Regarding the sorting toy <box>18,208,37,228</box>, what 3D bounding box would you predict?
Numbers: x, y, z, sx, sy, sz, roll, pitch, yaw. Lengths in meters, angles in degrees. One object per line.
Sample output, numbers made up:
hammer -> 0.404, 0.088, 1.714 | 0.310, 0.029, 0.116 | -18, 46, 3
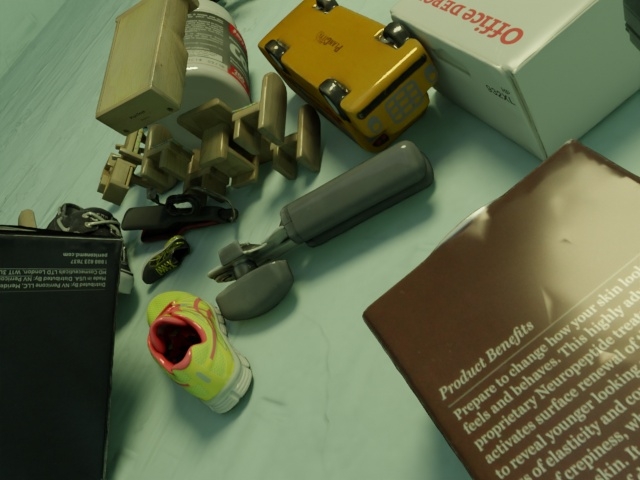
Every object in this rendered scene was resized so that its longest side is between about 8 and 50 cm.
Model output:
sorting toy -> -0.486, 0.069, 0.906 | 0.347, 0.047, 0.196 | 43, 123, 50

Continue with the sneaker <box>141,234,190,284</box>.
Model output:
sneaker -> -0.215, 0.029, 0.793 | 0.083, 0.031, 0.035 | -51, 41, -8

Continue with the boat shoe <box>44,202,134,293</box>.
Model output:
boat shoe -> -0.350, 0.000, 0.867 | 0.301, 0.108, 0.102 | 19, 84, 54

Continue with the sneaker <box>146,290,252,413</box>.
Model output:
sneaker -> -0.155, 0.101, 0.633 | 0.081, 0.094, 0.208 | -52, 39, -7

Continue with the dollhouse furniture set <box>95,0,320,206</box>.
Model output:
dollhouse furniture set -> -0.148, -0.179, 0.745 | 0.212, 0.242, 0.161 | -15, 61, 31

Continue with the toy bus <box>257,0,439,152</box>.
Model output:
toy bus -> 0.028, -0.214, 0.721 | 0.108, 0.130, 0.333 | -41, 40, 2

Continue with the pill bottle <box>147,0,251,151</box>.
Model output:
pill bottle -> -0.198, -0.277, 0.939 | 0.161, 0.161, 0.283 | -29, 43, 18

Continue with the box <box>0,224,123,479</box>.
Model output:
box -> -0.382, 0.130, 0.643 | 0.296, 0.182, 0.294 | 4, 91, 42

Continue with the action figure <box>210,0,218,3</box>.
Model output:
action figure -> -0.231, -0.600, 1.223 | 0.341, 0.178, 0.330 | -46, 51, -14

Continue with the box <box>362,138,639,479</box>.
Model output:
box -> 0.199, 0.125, 0.288 | 0.191, 0.143, 0.381 | -40, 42, 6

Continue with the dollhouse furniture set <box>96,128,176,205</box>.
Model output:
dollhouse furniture set -> -0.309, -0.091, 0.954 | 0.161, 0.101, 0.182 | -46, 33, 38

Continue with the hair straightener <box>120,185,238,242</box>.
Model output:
hair straightener -> -0.207, -0.036, 0.797 | 0.230, 0.089, 0.047 | -1, 63, 38

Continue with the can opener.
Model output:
can opener -> 0.000, 0.000, 0.628 | 0.283, 0.076, 0.095 | -28, 75, 18

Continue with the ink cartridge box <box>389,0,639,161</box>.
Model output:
ink cartridge box -> 0.258, -0.257, 0.567 | 0.307, 0.129, 0.223 | -40, 41, 5

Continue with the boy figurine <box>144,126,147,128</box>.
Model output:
boy figurine -> -0.340, -0.362, 1.185 | 0.177, 0.092, 0.285 | -29, 45, 25
